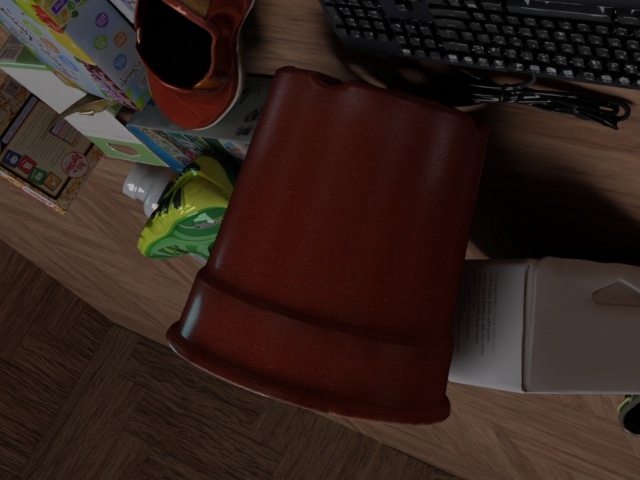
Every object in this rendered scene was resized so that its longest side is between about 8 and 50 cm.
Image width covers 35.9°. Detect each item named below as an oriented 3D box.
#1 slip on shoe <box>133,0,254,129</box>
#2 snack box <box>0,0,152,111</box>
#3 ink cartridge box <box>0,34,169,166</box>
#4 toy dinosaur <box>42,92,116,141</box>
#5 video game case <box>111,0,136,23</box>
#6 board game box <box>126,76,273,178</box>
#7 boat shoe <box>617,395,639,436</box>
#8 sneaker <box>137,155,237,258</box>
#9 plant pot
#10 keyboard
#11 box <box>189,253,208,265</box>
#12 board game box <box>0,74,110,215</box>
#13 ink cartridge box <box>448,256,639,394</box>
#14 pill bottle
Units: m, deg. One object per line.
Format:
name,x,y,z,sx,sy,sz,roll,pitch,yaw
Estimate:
slip on shoe,-0.131,-0.184,0.938,0.123,0.101,0.331,35,159,-1
snack box,-0.300,-0.252,1.147,0.174,0.070,0.207,23,162,41
ink cartridge box,-0.326,-0.197,1.398,0.171,0.056,0.235,13,160,46
toy dinosaur,-0.282,-0.181,1.255,0.093,0.183,0.053,23,131,59
video game case,-0.188,-0.270,1.005,0.157,0.019,0.143,14,158,42
board game box,-0.052,-0.093,1.169,0.303,0.097,0.224,14,157,46
boat shoe,0.446,0.182,1.145,0.109,0.091,0.305,31,164,-4
sneaker,-0.144,-0.013,1.202,0.123,0.109,0.295,34,164,-10
plant pot,0.022,-0.006,0.902,0.272,0.265,0.272,15,-174,-1
keyboard,0.152,-0.140,0.748,0.317,0.033,0.201,15,165,30
box,-0.158,0.042,1.854,0.145,0.038,0.186,35,164,-20
board game box,-0.455,-0.154,1.582,0.193,0.146,0.045,34,163,-12
ink cartridge box,0.206,0.088,1.061,0.223,0.129,0.307,5,176,-28
pill bottle,-0.205,-0.059,1.514,0.184,0.103,0.103,29,164,0
